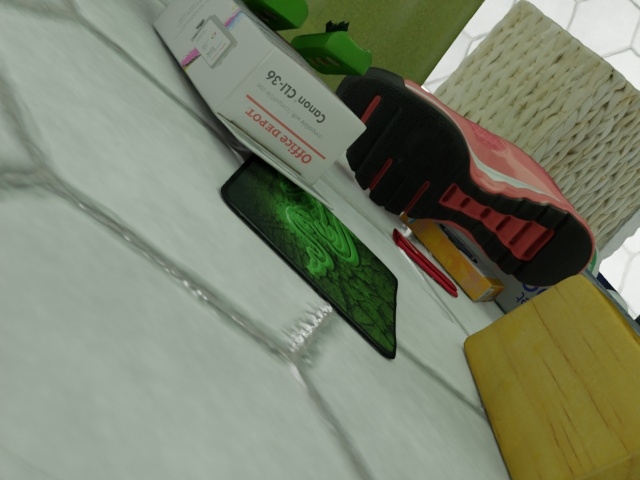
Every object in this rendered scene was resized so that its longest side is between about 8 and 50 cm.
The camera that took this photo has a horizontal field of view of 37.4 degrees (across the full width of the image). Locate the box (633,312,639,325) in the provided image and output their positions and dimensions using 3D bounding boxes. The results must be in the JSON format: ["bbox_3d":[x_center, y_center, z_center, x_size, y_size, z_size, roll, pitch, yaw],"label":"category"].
[{"bbox_3d":[0.651,0.247,1.711,0.261,0.103,0.184,30,18,-51],"label":"box"}]

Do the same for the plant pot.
[{"bbox_3d":[0.070,-0.289,1.161,0.276,0.254,0.276,43,11,-10],"label":"plant pot"}]

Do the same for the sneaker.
[{"bbox_3d":[0.142,-0.073,0.986,0.314,0.116,0.136,35,27,-13],"label":"sneaker"}]

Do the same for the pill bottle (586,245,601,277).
[{"bbox_3d":[0.272,-0.008,1.267,0.208,0.117,0.117,39,15,-30],"label":"pill bottle"}]

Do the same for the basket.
[{"bbox_3d":[0.358,-0.154,1.512,0.266,0.331,0.328,35,17,-33],"label":"basket"}]

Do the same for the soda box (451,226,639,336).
[{"bbox_3d":[0.264,0.063,1.077,0.286,0.098,0.091,53,17,30],"label":"soda box"}]

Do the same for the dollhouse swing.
[{"bbox_3d":[0.343,0.136,0.654,0.347,0.305,0.315,40,15,-15],"label":"dollhouse swing"}]

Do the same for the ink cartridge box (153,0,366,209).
[{"bbox_3d":[-0.042,-0.119,0.729,0.115,0.067,0.198,34,15,-43],"label":"ink cartridge box"}]

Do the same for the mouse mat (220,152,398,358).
[{"bbox_3d":[0.000,0.000,0.660,0.152,0.007,0.189,44,13,-7],"label":"mouse mat"}]

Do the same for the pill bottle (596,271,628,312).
[{"bbox_3d":[0.373,0.092,1.333,0.094,0.094,0.169,38,16,-32],"label":"pill bottle"}]

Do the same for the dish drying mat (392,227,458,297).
[{"bbox_3d":[0.100,0.021,0.894,0.083,0.008,0.032,41,13,-19],"label":"dish drying mat"}]

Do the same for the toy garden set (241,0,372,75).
[{"bbox_3d":[-0.079,-0.237,0.841,0.244,0.049,0.204,33,-2,-22],"label":"toy garden set"}]

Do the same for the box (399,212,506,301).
[{"bbox_3d":[0.137,0.008,1.010,0.136,0.028,0.081,48,13,19],"label":"box"}]
